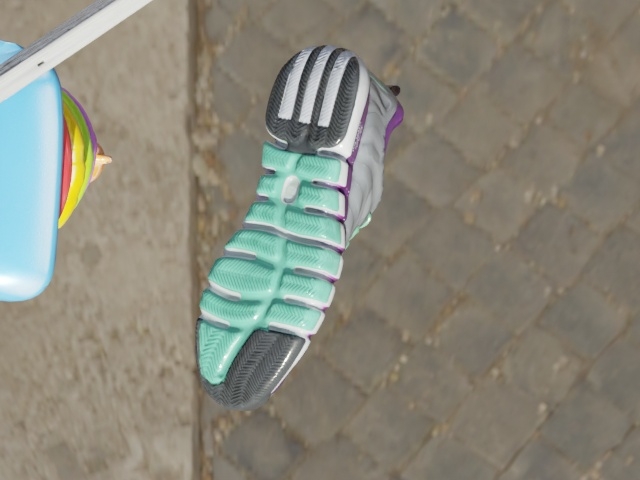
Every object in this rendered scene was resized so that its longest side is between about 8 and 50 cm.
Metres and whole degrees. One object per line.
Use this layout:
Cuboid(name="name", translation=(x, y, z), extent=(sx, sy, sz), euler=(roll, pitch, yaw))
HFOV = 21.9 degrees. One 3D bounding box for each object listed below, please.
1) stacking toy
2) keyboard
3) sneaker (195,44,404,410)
Cuboid(name="stacking toy", translation=(-0.215, -0.058, 1.149), extent=(0.175, 0.302, 0.166), euler=(4, 95, 13))
Cuboid(name="keyboard", translation=(-0.116, -0.113, 0.834), extent=(0.256, 0.072, 0.014), euler=(-44, 113, -44))
Cuboid(name="sneaker", translation=(0.000, 0.000, 0.998), extent=(0.083, 0.098, 0.224), euler=(19, 90, 34))
